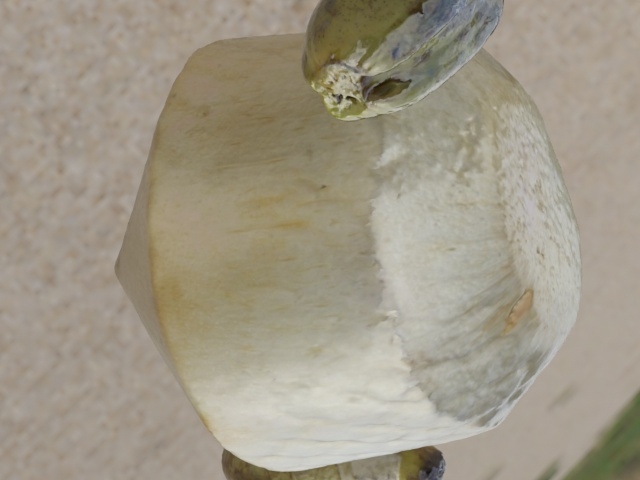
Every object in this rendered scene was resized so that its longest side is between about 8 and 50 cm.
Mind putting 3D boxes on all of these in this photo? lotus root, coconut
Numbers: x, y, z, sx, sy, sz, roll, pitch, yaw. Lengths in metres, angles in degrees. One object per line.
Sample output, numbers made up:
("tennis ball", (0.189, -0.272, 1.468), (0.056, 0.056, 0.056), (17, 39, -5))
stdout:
("lotus root", (0.032, -0.081, 0.665), (0.099, 0.049, 0.054), (-41, 139, -26))
("lotus root", (0.013, 0.177, 1.617), (0.138, 0.214, 0.138), (-3, 93, -59))
("coconut", (0.000, 0.000, 1.260), (0.329, 0.329, 0.329), (-44, 169, -11))
